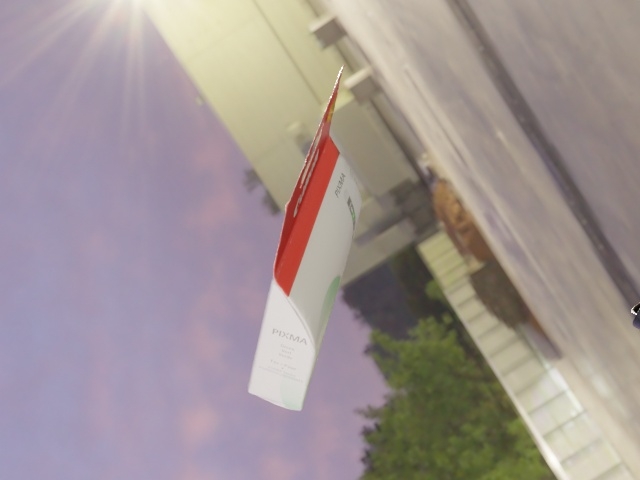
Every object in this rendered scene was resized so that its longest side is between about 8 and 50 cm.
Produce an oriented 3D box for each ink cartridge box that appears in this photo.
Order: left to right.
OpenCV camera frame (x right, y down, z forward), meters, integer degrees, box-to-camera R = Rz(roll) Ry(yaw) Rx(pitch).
[{"bbox_3d":[0.000,0.000,0.971,0.225,0.056,0.181,107,-178,-46],"label":"ink cartridge box"}]

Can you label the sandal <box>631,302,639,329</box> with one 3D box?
[{"bbox_3d":[0.264,0.043,0.923,0.040,0.067,0.179,31,-173,27],"label":"sandal"}]
